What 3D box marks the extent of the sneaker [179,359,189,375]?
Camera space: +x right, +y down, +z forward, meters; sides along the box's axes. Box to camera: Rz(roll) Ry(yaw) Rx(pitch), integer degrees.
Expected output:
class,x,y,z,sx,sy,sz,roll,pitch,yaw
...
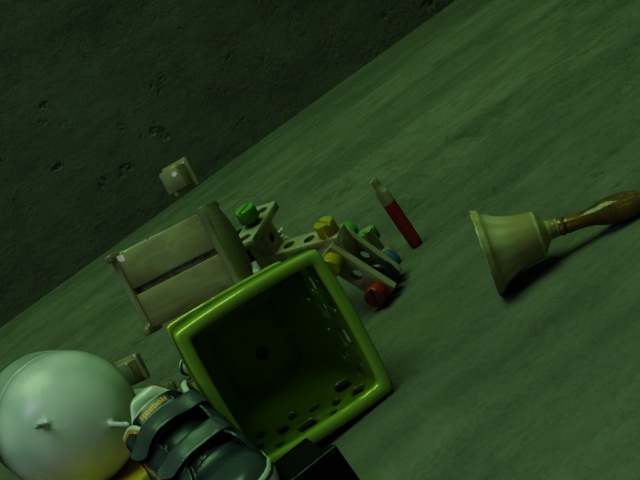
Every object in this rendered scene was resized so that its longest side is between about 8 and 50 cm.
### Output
class,x,y,z,sx,sy,sz,roll,pitch,yaw
sneaker,-0.205,0.202,2.117,0.109,0.040,0.044,-39,18,-17

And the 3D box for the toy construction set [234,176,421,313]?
class,x,y,z,sx,sy,sz,roll,pitch,yaw
toy construction set,0.000,0.000,1.936,0.309,0.237,0.257,-43,18,-29

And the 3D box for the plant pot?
class,x,y,z,sx,sy,sz,roll,pitch,yaw
plant pot,-0.071,0.158,1.632,0.227,0.228,0.207,-31,8,-15

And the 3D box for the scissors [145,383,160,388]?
class,x,y,z,sx,sy,sz,roll,pitch,yaw
scissors,-0.382,0.345,2.083,0.297,0.021,0.109,-37,18,-17

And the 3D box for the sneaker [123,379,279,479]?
class,x,y,z,sx,sy,sz,roll,pitch,yaw
sneaker,-0.162,0.256,1.449,0.126,0.127,0.321,-37,16,-19

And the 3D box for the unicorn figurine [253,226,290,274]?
class,x,y,z,sx,sy,sz,roll,pitch,yaw
unicorn figurine,-0.103,0.057,2.245,0.111,0.161,0.060,-8,8,-7

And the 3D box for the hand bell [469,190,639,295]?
class,x,y,z,sx,sy,sz,roll,pitch,yaw
hand bell,0.337,-0.023,1.621,0.242,0.126,0.126,-20,18,9

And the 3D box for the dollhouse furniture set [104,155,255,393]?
class,x,y,z,sx,sy,sz,roll,pitch,yaw
dollhouse furniture set,-0.219,0.078,1.870,0.303,0.355,0.174,-25,3,25

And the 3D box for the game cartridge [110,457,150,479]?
class,x,y,z,sx,sy,sz,roll,pitch,yaw
game cartridge,-0.308,0.368,1.707,0.285,0.052,0.324,-25,10,40

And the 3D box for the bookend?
class,x,y,z,sx,sy,sz,roll,pitch,yaw
bookend,-0.050,0.305,1.440,0.156,0.072,0.157,-37,15,-13

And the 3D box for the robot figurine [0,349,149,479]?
class,x,y,z,sx,sy,sz,roll,pitch,yaw
robot figurine,-0.379,0.259,1.724,0.300,0.199,0.353,-12,0,-23
